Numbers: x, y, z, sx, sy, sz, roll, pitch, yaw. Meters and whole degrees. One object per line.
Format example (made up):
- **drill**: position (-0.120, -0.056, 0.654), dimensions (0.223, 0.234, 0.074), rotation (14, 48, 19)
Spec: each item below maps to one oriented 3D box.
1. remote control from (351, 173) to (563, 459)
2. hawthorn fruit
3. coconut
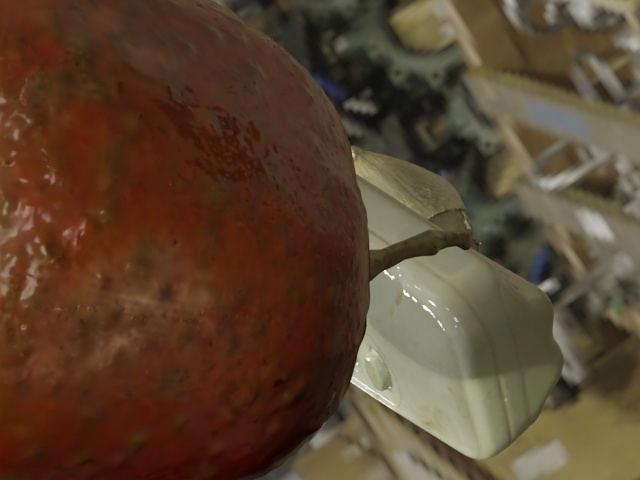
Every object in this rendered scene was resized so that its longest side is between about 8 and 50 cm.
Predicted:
- **remote control**: position (-0.001, 0.001, 0.741), dimensions (0.230, 0.049, 0.090), rotation (32, 150, 44)
- **hawthorn fruit**: position (-0.045, 0.003, 0.499), dimensions (0.162, 0.203, 0.163), rotation (-170, 90, -78)
- **coconut**: position (0.033, 0.005, 1.078), dimensions (0.110, 0.110, 0.124), rotation (38, 151, 59)
